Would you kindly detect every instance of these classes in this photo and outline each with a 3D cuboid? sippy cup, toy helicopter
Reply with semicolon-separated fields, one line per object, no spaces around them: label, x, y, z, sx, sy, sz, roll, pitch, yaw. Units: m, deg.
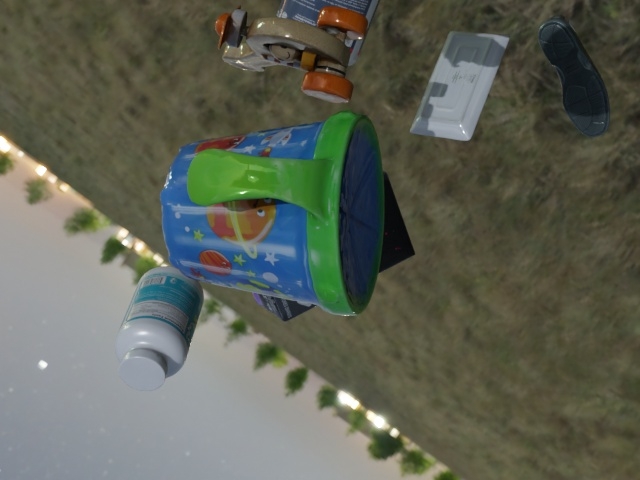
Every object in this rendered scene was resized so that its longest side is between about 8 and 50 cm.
sippy cup;-0.056;-0.033;1.040;0.224;0.240;0.305;2;134;17
toy helicopter;-0.095;-0.327;1.506;0.235;0.140;0.355;13;180;-27

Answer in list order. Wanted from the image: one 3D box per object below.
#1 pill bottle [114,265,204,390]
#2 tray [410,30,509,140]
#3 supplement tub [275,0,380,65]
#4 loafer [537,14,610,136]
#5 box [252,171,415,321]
pill bottle;-0.331;0.182;1.799;0.146;0.146;0.264;38;-149;-19
tray;0.295;-0.342;1.892;0.145;0.270;0.030;13;161;30
supplement tub;0.029;-0.510;1.794;0.191;0.272;0.191;19;-160;-7
loafer;0.543;-0.349;1.847;0.096;0.084;0.267;-16;110;38
box;0.000;0.000;1.532;0.143;0.270;0.165;20;135;65
